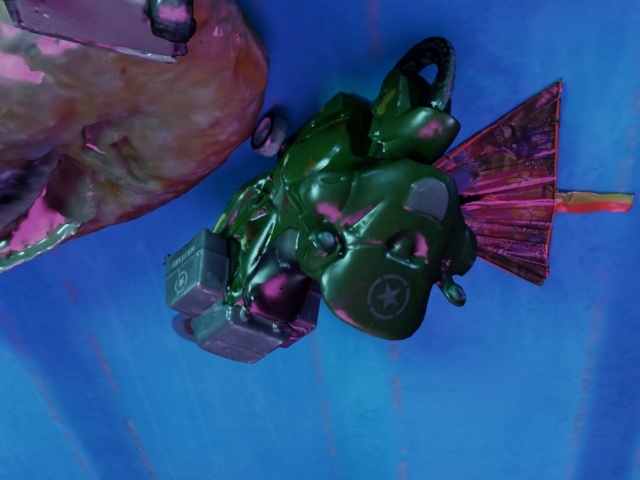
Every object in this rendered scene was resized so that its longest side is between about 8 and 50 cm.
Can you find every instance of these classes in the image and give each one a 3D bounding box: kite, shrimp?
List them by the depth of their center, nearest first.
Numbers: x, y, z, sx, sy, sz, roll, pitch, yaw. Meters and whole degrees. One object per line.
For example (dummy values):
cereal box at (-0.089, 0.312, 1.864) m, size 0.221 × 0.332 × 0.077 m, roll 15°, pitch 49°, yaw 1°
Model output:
shrimp at (-0.207, -0.043, 0.845) m, size 0.221 × 0.110 × 0.445 m, roll 21°, pitch 137°, yaw -37°
kite at (0.135, -0.031, 0.905) m, size 0.183 × 0.014 × 0.241 m, roll 0°, pitch 143°, yaw 1°

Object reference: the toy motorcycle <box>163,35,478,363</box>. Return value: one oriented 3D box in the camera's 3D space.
toy motorcycle at (0.000, 0.000, 0.808) m, size 0.124 × 0.187 × 0.274 m, roll 23°, pitch 141°, yaw -27°

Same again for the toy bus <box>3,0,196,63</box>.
toy bus at (-0.089, -0.183, 0.526) m, size 0.112 × 0.138 × 0.317 m, roll 12°, pitch 167°, yaw -7°
